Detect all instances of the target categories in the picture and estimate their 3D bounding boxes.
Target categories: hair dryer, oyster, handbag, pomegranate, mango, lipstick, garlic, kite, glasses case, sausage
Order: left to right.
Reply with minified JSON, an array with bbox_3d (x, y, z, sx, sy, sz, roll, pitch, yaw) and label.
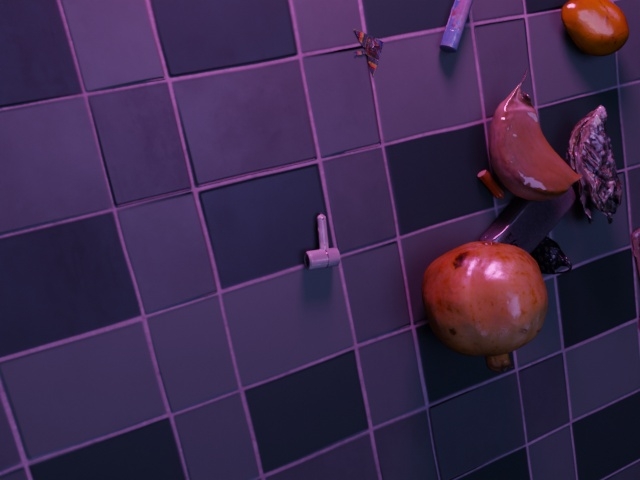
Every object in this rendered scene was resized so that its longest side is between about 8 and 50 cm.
[{"bbox_3d":[0.000,0.000,1.614,0.081,0.047,0.137,-6,95,-22],"label":"hair dryer"},{"bbox_3d":[0.122,-0.471,1.614,0.090,0.004,0.122,-26,107,-19],"label":"kite"},{"bbox_3d":[0.352,-0.566,1.677,0.048,0.048,0.158,18,91,-25],"label":"lipstick"},{"bbox_3d":[0.421,0.171,1.668,0.342,0.342,0.343,-4,100,-23],"label":"pomegranate"},{"bbox_3d":[0.477,-0.152,1.805,0.107,0.031,0.031,42,81,-22],"label":"sausage"},{"bbox_3d":[0.537,-0.257,1.748,0.196,0.151,0.339,-27,90,6],"label":"garlic"},{"bbox_3d":[0.586,-0.058,1.843,0.323,0.074,0.131,-45,111,-11],"label":"glasses case"},{"bbox_3d":[0.663,0.051,1.858,0.072,0.139,0.115,-32,110,-8],"label":"handbag"},{"bbox_3d":[0.758,-0.601,1.815,0.219,0.112,0.145,23,93,-22],"label":"mango"},{"bbox_3d":[0.777,-0.207,1.858,0.158,0.162,0.351,-9,108,2],"label":"oyster"}]

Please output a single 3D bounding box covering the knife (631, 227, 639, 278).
[{"bbox_3d":[1.050,0.134,2.095,0.089,0.043,0.366,-19,105,-21],"label":"knife"}]
